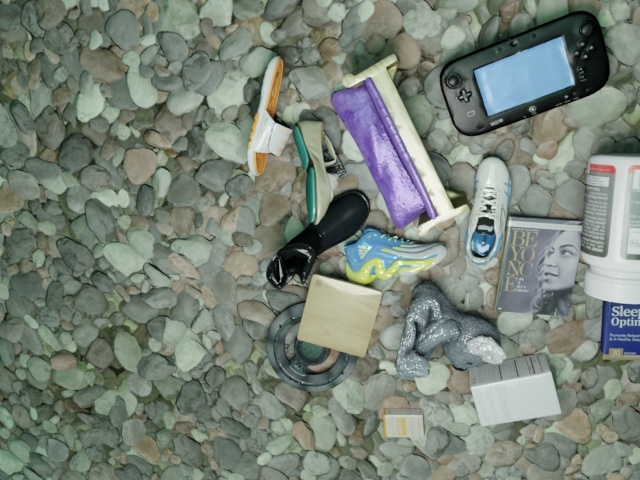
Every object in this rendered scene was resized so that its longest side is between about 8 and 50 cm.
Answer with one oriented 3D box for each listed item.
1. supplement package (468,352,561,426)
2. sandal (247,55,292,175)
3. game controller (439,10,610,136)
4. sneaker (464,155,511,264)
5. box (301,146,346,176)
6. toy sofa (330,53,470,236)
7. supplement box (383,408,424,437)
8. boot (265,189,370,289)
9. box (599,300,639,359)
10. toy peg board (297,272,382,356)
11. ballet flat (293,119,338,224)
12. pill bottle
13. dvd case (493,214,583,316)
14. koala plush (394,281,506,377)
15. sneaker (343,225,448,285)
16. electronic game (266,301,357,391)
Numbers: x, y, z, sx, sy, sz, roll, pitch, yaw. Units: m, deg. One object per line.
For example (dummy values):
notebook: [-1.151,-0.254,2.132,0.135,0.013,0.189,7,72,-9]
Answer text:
supplement package: [0.441,0.340,1.358,0.179,0.105,0.105,-14,101,15]
sandal: [-0.098,-0.265,1.307,0.076,0.102,0.266,16,106,10]
game controller: [0.409,-0.331,1.203,0.319,0.067,0.167,-19,100,16]
sneaker: [0.362,-0.061,1.277,0.085,0.086,0.238,6,105,11]
box: [0.008,-0.164,1.355,0.083,0.018,0.067,-25,99,17]
toy sofa: [0.159,-0.191,1.249,0.177,0.150,0.363,-25,99,16]
supplement box: [0.207,0.451,1.473,0.098,0.036,0.062,-3,104,12]
boot: [0.000,0.000,1.303,0.246,0.207,0.094,-37,97,18]
box: [0.689,0.153,1.295,0.136,0.036,0.226,-1,103,12]
toy peg board: [0.046,0.162,1.370,0.161,0.079,0.161,15,103,3]
ballet flat: [0.000,-0.153,1.287,0.086,0.086,0.249,-16,69,15]
pill bottle: [0.608,-0.029,1.185,0.161,0.161,0.284,2,101,11]
dvd case: [0.480,0.058,1.307,0.164,0.018,0.222,4,106,1]
koala plush: [0.295,0.209,1.314,0.221,0.196,0.204,14,97,12]
sneaker: [0.158,0.020,1.337,0.240,0.091,0.126,-18,100,16]
electronic game: [-0.020,0.262,1.461,0.229,0.048,0.230,1,99,6]
